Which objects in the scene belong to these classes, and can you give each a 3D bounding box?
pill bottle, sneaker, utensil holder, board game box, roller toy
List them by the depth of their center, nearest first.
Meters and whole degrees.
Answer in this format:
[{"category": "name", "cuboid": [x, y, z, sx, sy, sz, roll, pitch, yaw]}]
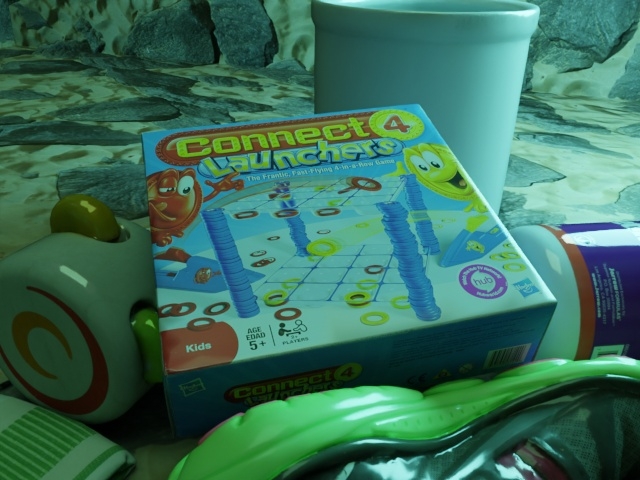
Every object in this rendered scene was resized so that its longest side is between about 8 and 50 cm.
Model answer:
[{"category": "sneaker", "cuboid": [0.125, 0.209, 0.477, 0.483, 0.185, 0.202, -2, 63, -27]}, {"category": "board game box", "cuboid": [0.000, 0.000, 0.585, 0.308, 0.086, 0.302, -9, 45, -13]}, {"category": "roller toy", "cuboid": [-0.235, 0.076, 0.657, 0.209, 0.191, 0.146, 47, 33, -1]}, {"category": "pill bottle", "cuboid": [0.370, 0.066, 0.732, 0.323, 0.181, 0.181, -3, 26, -10]}, {"category": "utensil holder", "cuboid": [0.145, -0.177, 0.995, 0.328, 0.385, 0.327, 2, 25, -1]}]

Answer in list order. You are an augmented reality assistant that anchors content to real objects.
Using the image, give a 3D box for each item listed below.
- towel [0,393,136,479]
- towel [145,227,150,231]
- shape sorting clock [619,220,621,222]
[{"category": "towel", "cuboid": [-0.362, 0.216, 0.545, 0.325, 0.038, 0.248, 10, 26, 20]}, {"category": "towel", "cuboid": [-0.215, 0.030, 0.942, 0.329, 0.037, 0.237, -17, 32, -35]}, {"category": "shape sorting clock", "cuboid": [0.339, 0.012, 0.901, 0.206, 0.040, 0.206, -22, -8, -3]}]
